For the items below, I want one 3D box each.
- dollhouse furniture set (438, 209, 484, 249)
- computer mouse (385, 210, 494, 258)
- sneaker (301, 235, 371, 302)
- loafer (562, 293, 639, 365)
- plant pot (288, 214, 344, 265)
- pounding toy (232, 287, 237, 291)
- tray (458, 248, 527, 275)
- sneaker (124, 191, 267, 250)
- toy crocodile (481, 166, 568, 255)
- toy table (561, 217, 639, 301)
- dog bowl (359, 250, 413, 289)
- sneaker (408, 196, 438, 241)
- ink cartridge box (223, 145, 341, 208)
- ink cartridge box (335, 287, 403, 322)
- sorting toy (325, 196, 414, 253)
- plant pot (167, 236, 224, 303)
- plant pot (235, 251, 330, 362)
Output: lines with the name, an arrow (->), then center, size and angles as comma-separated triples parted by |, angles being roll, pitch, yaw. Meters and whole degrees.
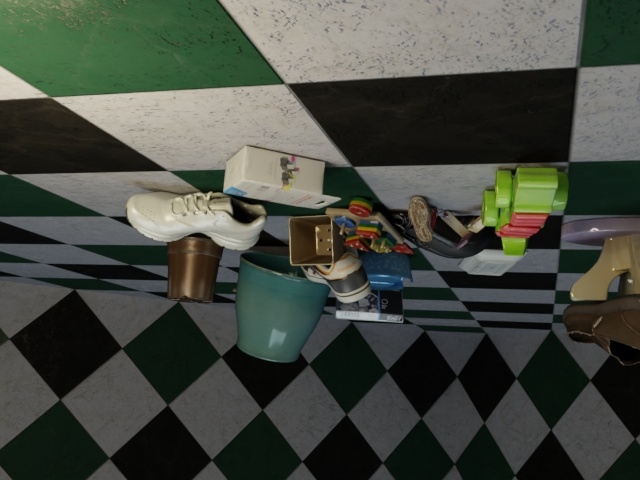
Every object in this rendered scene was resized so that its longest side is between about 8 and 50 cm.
dollhouse furniture set -> 0.301, -0.059, 1.518 | 0.081, 0.091, 0.114 | 44, 136, -1
computer mouse -> 0.255, -0.001, 1.659 | 0.272, 0.072, 0.188 | 7, 167, -13
sneaker -> 0.027, 0.042, 1.867 | 0.126, 0.128, 0.321 | -28, -158, -14
loafer -> 0.600, 0.190, 1.529 | 0.133, 0.130, 0.366 | 3, 169, -2
plant pot -> 0.000, 0.000, 1.688 | 0.109, 0.109, 0.096 | -2, 179, 28
pounding toy -> -0.213, 0.148, 2.539 | 0.181, 0.094, 0.206 | 15, 156, -25
tray -> 0.461, 0.063, 2.016 | 0.145, 0.030, 0.270 | 4, 169, 4
sneaker -> -0.246, -0.061, 1.521 | 0.297, 0.111, 0.129 | 5, 154, -27
toy crocodile -> 0.349, -0.052, 1.288 | 0.115, 0.105, 0.340 | 3, 168, 4
toy table -> 0.649, 0.049, 1.557 | 0.274, 0.161, 0.252 | -2, 168, 22
dog bowl -> 0.169, 0.087, 2.127 | 0.165, 0.074, 0.297 | 5, 169, -4
sneaker -> 0.206, -0.059, 1.490 | 0.042, 0.067, 0.118 | 2, 139, 21
ink cartridge box -> -0.063, -0.104, 1.275 | 0.181, 0.062, 0.104 | 10, 168, -24
ink cartridge box -> 0.149, 0.158, 2.292 | 0.206, 0.208, 0.045 | 3, 132, -2
sorting toy -> 0.095, -0.013, 1.595 | 0.132, 0.046, 0.274 | 7, 159, 34
plant pot -> -0.355, 0.086, 2.064 | 0.166, 0.165, 0.167 | 5, 169, 1
plant pot -> -0.117, 0.192, 2.077 | 0.271, 0.255, 0.271 | 13, -172, -2
